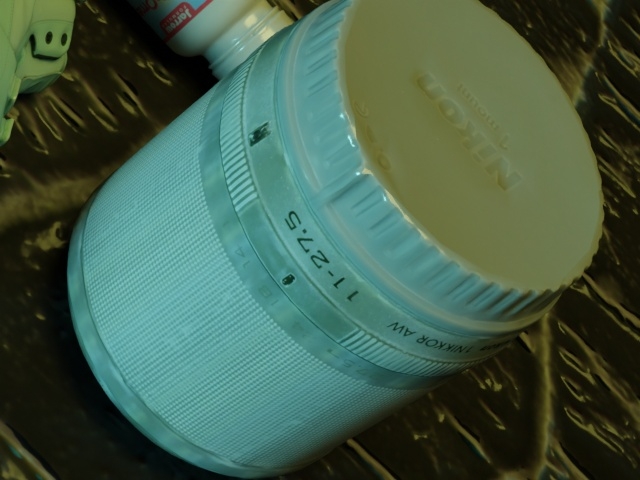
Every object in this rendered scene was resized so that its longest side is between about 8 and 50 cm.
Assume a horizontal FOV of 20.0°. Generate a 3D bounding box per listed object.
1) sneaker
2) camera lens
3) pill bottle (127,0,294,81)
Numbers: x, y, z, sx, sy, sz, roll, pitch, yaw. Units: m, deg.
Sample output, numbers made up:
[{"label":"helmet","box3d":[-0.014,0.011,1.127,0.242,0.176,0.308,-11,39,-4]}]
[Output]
[{"label":"sneaker","box3d":[-0.195,-0.083,1.082,0.151,0.094,0.256,25,61,-58]},{"label":"camera lens","box3d":[0.000,0.000,1.066,0.219,0.274,0.219,24,49,-31]},{"label":"pill bottle","box3d":[-0.093,-0.184,1.247,0.160,0.087,0.087,48,41,-7]}]
